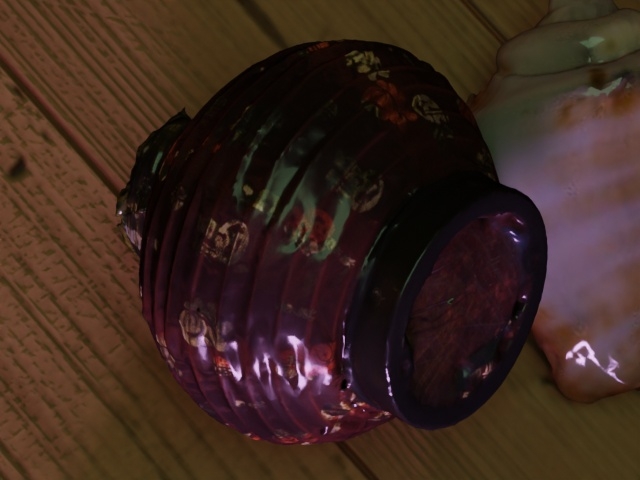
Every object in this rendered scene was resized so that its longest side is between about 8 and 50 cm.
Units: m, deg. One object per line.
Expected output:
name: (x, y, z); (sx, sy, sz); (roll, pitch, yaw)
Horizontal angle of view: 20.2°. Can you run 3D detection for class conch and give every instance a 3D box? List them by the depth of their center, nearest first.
conch: (0.169, -0.038, 1.074); (0.158, 0.127, 0.255); (-13, 81, -7)

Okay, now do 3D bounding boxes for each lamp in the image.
lamp: (0.000, 0.000, 1.012); (0.247, 0.247, 0.247); (1, 79, -4)
